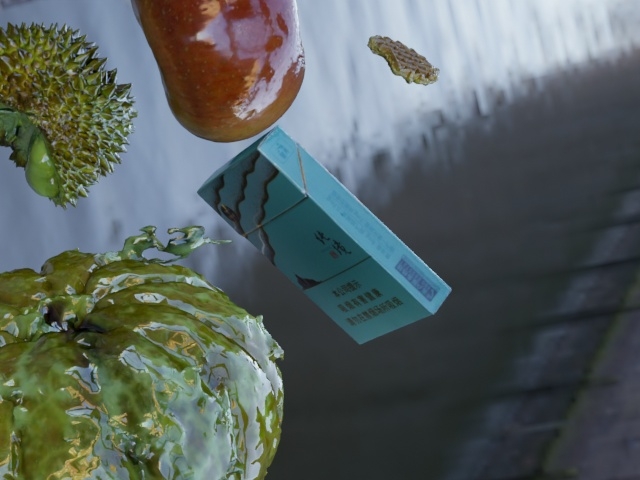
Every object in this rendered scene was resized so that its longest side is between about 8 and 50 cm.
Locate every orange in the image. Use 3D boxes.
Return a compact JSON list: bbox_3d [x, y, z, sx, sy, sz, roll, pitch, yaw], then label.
[{"bbox_3d":[-0.163,0.142,1.205,0.301,0.300,0.223,-114,-171,-63],"label":"orange"}]

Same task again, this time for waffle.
[{"bbox_3d":[0.084,-0.185,1.774,0.085,0.016,0.078,44,26,25],"label":"waffle"}]

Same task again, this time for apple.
[{"bbox_3d":[-0.103,-0.228,1.871,0.210,0.173,0.235,-124,-164,-71],"label":"apple"}]

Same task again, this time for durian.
[{"bbox_3d":[-0.313,-0.151,1.970,0.176,0.237,0.200,-38,136,-35],"label":"durian"}]

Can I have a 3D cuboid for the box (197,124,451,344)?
[{"bbox_3d":[-0.001,0.000,1.675,0.229,0.162,0.041,44,62,-10],"label":"box"}]
